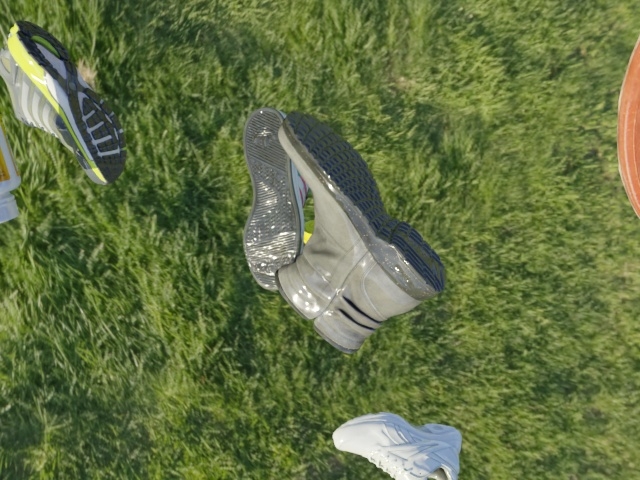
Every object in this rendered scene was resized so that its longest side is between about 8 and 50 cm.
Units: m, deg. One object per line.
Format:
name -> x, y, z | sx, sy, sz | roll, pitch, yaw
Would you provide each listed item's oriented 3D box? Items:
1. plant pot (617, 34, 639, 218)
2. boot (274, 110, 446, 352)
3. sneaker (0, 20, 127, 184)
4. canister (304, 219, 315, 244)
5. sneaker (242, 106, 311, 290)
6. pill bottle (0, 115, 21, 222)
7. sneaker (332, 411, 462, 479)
plant pot -> 0.260, 0.004, 0.198 | 0.272, 0.272, 0.265 | 50, 34, -18
boot -> 0.000, 0.000, 0.898 | 0.338, 0.222, 0.118 | 54, 34, 3
sneaker -> -0.450, -0.221, 1.064 | 0.300, 0.121, 0.111 | 58, 28, -2
canister -> 0.033, 0.047, 1.165 | 0.126, 0.073, 0.170 | -8, 115, -9
sneaker -> -0.055, -0.071, 1.060 | 0.178, 0.123, 0.296 | -12, 103, -66
pill bottle -> -0.510, -0.128, 0.884 | 0.117, 0.117, 0.215 | -18, 107, -24
sneaker -> 0.134, 0.358, 1.020 | 0.232, 0.090, 0.115 | 10, 49, -10
